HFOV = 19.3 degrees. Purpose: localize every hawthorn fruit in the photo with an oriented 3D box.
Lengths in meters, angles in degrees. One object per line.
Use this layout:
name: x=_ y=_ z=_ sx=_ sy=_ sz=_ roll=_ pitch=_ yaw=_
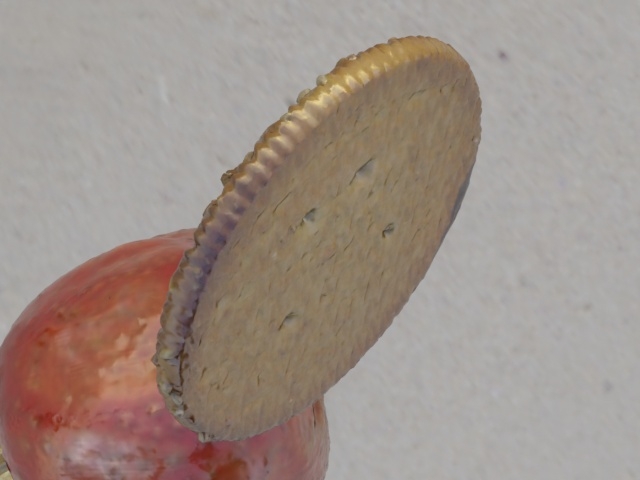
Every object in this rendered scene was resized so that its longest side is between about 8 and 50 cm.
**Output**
hawthorn fruit: x=-0.153 y=0.141 z=1.520 sx=0.330 sy=0.287 sz=0.287 roll=-23 pitch=127 yaw=10

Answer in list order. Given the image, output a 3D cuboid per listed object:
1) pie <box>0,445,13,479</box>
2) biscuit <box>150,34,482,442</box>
pie: x=-0.334 y=0.268 z=1.949 sx=0.205 sy=0.179 sz=0.084 roll=-63 pitch=165 yaw=11
biscuit: x=0.000 y=0.000 z=1.204 sx=0.305 sy=0.038 sz=0.305 roll=-41 pitch=152 yaw=-28
